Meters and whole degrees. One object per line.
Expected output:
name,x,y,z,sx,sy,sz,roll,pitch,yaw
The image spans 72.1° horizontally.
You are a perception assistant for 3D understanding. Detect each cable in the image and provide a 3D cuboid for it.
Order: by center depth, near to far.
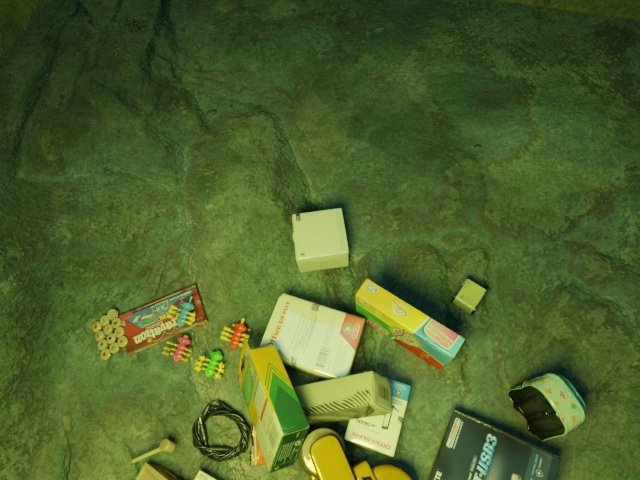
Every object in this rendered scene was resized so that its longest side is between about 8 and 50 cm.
cable,-0.301,0.585,1.327,0.185,0.047,0.150,32,71,17

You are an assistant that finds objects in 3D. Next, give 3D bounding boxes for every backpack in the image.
backpack,0.644,0.458,1.231,0.145,0.188,0.165,-23,64,-6

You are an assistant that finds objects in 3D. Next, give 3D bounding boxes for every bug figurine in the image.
bug figurine,-0.379,0.320,1.439,0.279,0.072,0.216,22,75,4

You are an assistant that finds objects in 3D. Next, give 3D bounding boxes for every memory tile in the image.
memory tile,-0.716,0.317,1.492,0.113,0.012,0.148,-36,64,4

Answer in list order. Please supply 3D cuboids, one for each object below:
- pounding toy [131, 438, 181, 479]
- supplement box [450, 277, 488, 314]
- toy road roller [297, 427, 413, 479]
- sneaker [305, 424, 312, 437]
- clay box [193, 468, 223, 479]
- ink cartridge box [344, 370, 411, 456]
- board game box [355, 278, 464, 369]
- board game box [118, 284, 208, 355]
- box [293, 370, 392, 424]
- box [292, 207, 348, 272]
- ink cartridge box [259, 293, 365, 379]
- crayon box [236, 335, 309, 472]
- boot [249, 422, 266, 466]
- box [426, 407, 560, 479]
pounding toy,-0.466,0.685,1.267,0.181,0.094,0.206,11,63,37
supplement box,0.489,0.184,1.449,0.083,0.056,0.083,33,71,18
toy road roller,0.104,0.648,1.187,0.241,0.202,0.329,-21,68,-20
sneaker,-0.079,0.563,1.326,0.120,0.047,0.057,10,49,6
clay box,-0.339,0.783,1.232,0.128,0.053,0.222,23,70,15
ink cartridge box,0.170,0.513,1.301,0.148,0.086,0.203,15,66,12
board game box,0.255,0.259,1.331,0.317,0.242,0.064,31,72,18
board game box,-0.539,0.270,1.509,0.282,0.027,0.145,-23,66,-6
box,0.058,0.452,1.252,0.275,0.113,0.094,-23,47,30
box,0.000,0.000,1.543,0.182,0.119,0.180,-8,65,1
ink cartridge box,-0.022,0.313,1.395,0.283,0.117,0.207,16,67,12
crayon box,-0.147,0.451,1.257,0.083,0.203,0.323,-6,42,-28
boot,-0.168,0.587,1.317,0.085,0.059,0.157,3,59,-13
box,0.451,0.661,1.193,0.294,0.073,0.295,20,66,23
